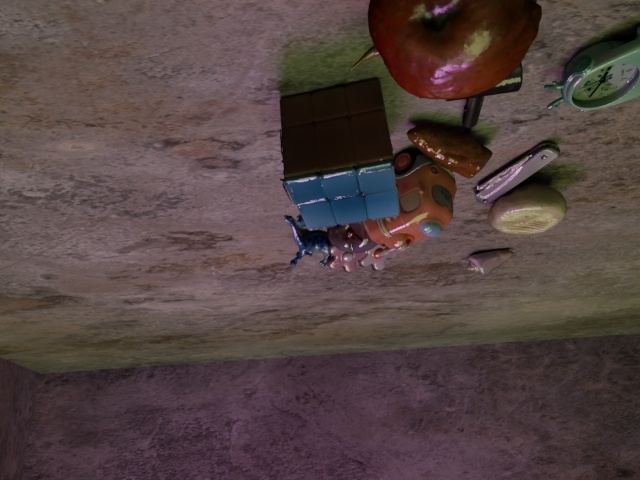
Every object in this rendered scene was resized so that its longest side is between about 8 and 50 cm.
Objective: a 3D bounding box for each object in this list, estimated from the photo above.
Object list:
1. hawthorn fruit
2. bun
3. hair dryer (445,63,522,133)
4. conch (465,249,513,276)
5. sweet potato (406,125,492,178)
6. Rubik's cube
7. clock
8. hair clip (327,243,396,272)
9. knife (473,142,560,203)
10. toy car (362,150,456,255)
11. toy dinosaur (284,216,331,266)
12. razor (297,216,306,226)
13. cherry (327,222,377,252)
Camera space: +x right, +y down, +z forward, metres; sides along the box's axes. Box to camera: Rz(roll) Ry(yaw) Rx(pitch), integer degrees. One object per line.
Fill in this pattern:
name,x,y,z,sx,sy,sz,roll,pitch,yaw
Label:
hawthorn fruit,0.201,-0.349,0.739,0.258,0.258,0.262,16,-176,-35
bun,0.603,-0.103,1.421,0.222,0.127,0.222,7,159,3
hair dryer,0.309,-0.296,1.051,0.195,0.078,0.248,-7,159,8
conch,0.641,0.075,1.849,0.176,0.094,0.104,-34,136,0
sweet potato,0.316,-0.220,1.166,0.251,0.097,0.097,16,147,-27
Rubik's cube,0.044,-0.178,1.062,0.224,0.221,0.231,-9,153,8
clock,0.574,-0.339,0.998,0.211,0.066,0.159,-15,151,21
hair clip,0.140,0.043,1.643,0.257,0.075,0.146,-5,126,-29
knife,0.528,-0.183,1.331,0.073,0.040,0.265,21,145,-24
toy car,0.232,-0.086,1.274,0.270,0.212,0.180,-30,144,32
toy dinosaur,-0.024,0.021,1.606,0.329,0.076,0.144,20,113,-38
razor,0.020,-0.098,1.422,0.253,0.042,0.082,-29,-179,41
cherry,0.111,-0.033,1.458,0.176,0.140,0.176,-5,-177,0
